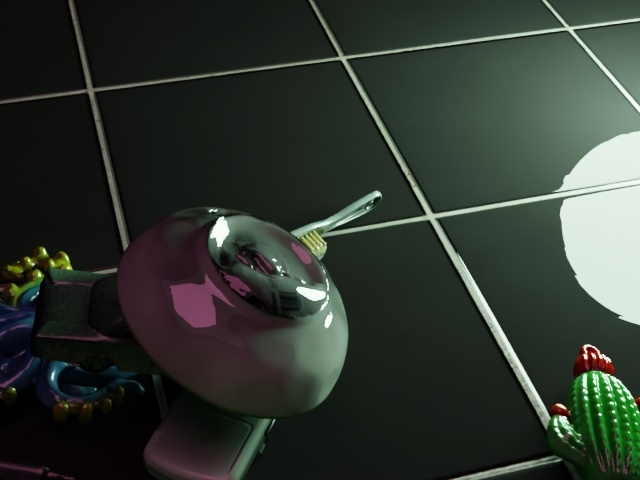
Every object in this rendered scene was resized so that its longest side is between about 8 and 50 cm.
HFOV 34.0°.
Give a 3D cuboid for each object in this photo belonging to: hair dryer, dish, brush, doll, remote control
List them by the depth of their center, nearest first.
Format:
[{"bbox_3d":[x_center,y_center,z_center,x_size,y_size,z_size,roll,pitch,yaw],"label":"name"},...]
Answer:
[{"bbox_3d":[-0.086,0.060,1.331,0.324,0.124,0.324,25,34,-19],"label":"dish"},{"bbox_3d":[-0.409,0.275,1.339,0.195,0.050,0.173,1,43,-8],"label":"hair dryer"},{"bbox_3d":[-0.116,0.215,1.406,0.140,0.056,0.296,13,44,17],"label":"remote control"},{"bbox_3d":[-0.384,0.118,1.454,0.341,0.098,0.346,-21,44,-37],"label":"doll"},{"bbox_3d":[0.000,0.000,1.654,0.297,0.068,0.060,-28,70,-32],"label":"brush"}]

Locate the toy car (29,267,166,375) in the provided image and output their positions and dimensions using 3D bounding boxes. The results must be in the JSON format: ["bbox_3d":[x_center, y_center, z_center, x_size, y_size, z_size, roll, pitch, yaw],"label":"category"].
[{"bbox_3d":[-0.209,0.111,1.371,0.321,0.097,0.141,8,39,-13],"label":"toy car"}]

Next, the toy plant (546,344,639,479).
[{"bbox_3d":[0.385,0.239,1.387,0.155,0.088,0.240,31,37,12],"label":"toy plant"}]
